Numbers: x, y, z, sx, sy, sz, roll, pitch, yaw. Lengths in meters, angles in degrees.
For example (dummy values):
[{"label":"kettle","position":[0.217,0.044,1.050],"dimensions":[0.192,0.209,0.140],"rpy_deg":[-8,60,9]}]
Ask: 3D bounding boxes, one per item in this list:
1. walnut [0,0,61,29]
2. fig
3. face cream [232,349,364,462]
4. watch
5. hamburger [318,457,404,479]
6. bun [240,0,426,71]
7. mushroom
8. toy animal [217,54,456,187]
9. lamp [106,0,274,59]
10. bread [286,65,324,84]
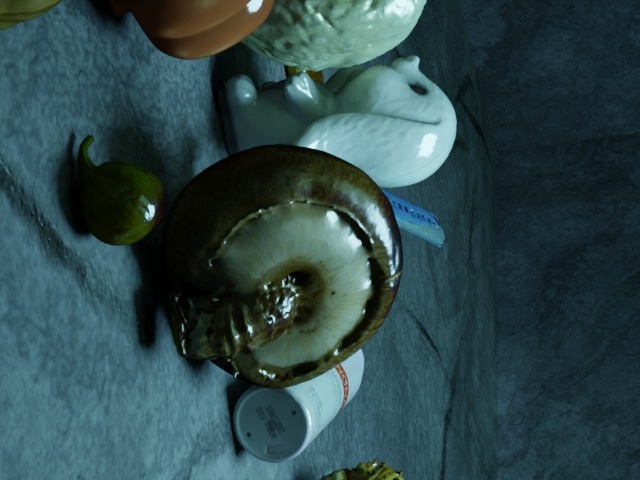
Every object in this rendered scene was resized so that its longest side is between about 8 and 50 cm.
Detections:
[{"label":"walnut","position":[-0.232,-0.242,0.982],"dimensions":[0.245,0.137,0.137],"rpy_deg":[-91,166,-49]},{"label":"fig","position":[-0.189,-0.042,1.184],"dimensions":[0.098,0.082,0.084],"rpy_deg":[38,56,-20]},{"label":"face cream","position":[-0.013,0.187,1.655],"dimensions":[0.345,0.102,0.102],"rpy_deg":[-32,114,-72]},{"label":"watch","position":[0.008,-0.010,1.547],"dimensions":[0.068,0.276,0.274],"rpy_deg":[52,-6,40]},{"label":"hamburger","position":[0.067,0.457,1.722],"dimensions":[0.318,0.158,0.318],"rpy_deg":[-7,90,-74]},{"label":"bun","position":[-0.038,-0.361,1.495],"dimensions":[0.349,0.227,0.352],"rpy_deg":[63,-16,8]},{"label":"mushroom","position":[-0.049,0.030,1.369],"dimensions":[0.163,0.278,0.297],"rpy_deg":[43,-31,45]},{"label":"toy animal","position":[0.016,-0.133,1.631],"dimensions":[0.249,0.289,0.174],"rpy_deg":[-15,101,-54]},{"label":"lamp","position":[-0.139,-0.268,1.287],"dimensions":[0.187,0.164,0.187],"rpy_deg":[62,2,-4]},{"label":"bread","position":[-0.019,-0.230,1.936],"dimensions":[0.090,0.035,0.094],"rpy_deg":[-62,143,-64]}]
